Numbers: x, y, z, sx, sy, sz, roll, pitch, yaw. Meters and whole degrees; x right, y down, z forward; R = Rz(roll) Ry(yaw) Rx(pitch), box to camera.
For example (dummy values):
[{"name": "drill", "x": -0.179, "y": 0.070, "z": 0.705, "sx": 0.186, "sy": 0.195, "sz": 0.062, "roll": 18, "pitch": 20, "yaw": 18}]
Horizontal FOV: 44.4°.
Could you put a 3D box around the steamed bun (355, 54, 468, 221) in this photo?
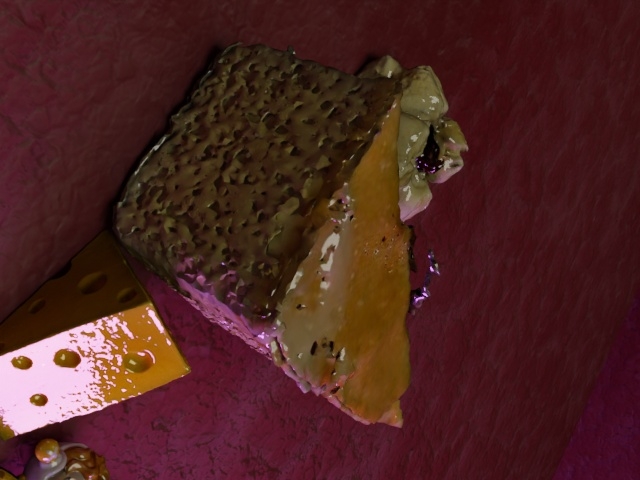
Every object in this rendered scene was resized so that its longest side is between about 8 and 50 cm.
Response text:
[{"name": "steamed bun", "x": 0.098, "y": -0.109, "z": 0.937, "sx": 0.192, "sy": 0.106, "sz": 0.177, "roll": -57, "pitch": 140, "yaw": -14}]

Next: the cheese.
[{"name": "cheese", "x": -0.218, "y": 0.093, "z": 0.668, "sx": 0.171, "sy": 0.126, "sz": 0.093, "roll": -33, "pitch": 132, "yaw": -12}]

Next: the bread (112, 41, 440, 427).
[{"name": "bread", "x": 0.000, "y": 0.000, "z": 0.755, "sx": 0.315, "sy": 0.248, "sz": 0.279, "roll": 32, "pitch": 82, "yaw": -57}]

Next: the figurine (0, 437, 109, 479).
[{"name": "figurine", "x": -0.257, "y": 0.223, "z": 0.685, "sx": 0.143, "sy": 0.068, "sz": 0.101, "roll": -27, "pitch": 124, "yaw": -27}]
